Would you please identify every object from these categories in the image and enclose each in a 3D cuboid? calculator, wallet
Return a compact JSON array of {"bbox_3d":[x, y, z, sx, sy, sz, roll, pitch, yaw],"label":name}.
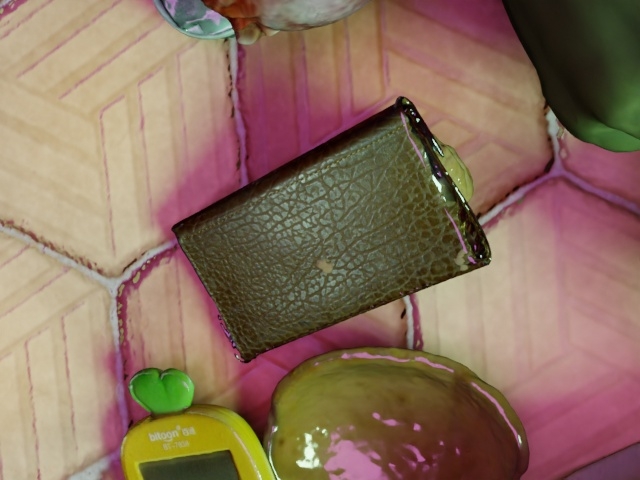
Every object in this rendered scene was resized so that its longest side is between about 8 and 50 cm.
[{"bbox_3d":[-0.095,0.212,0.755,0.146,0.032,0.234,-16,94,31],"label":"calculator"},{"bbox_3d":[0.000,0.000,0.699,0.243,0.039,0.132,-26,97,34],"label":"wallet"}]

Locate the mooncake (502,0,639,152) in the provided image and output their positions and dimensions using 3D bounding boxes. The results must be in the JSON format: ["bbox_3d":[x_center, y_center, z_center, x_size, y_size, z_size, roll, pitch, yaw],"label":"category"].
[{"bbox_3d":[0.277,-0.194,0.530,0.357,0.356,0.194,-31,91,10],"label":"mooncake"}]

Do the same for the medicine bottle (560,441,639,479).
[{"bbox_3d":[0.311,0.351,0.617,0.236,0.236,0.406,-26,88,10],"label":"medicine bottle"}]

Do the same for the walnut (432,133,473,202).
[{"bbox_3d":[0.073,-0.045,0.710,0.096,0.082,0.079,46,71,-1],"label":"walnut"}]

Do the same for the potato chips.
[{"bbox_3d":[0.060,0.165,0.731,0.208,0.062,0.195,-28,91,17],"label":"potato chips"}]

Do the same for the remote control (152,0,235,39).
[{"bbox_3d":[-0.026,-0.251,0.726,0.247,0.052,0.104,-31,88,10],"label":"remote control"}]

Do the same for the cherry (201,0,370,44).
[{"bbox_3d":[-0.005,-0.257,0.615,0.250,0.175,0.192,-36,76,4],"label":"cherry"}]
